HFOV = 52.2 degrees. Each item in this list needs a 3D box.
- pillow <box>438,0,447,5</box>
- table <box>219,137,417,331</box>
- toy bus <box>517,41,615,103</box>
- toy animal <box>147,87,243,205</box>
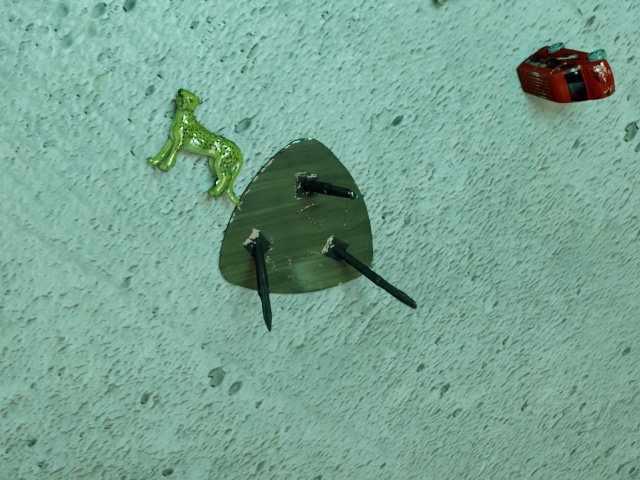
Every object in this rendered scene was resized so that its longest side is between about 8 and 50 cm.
[{"bbox_3d":[0.240,-0.523,1.127,0.119,0.053,0.208,-19,112,-15],"label":"pillow"},{"bbox_3d":[0.000,0.000,1.132,0.317,0.249,0.317,-7,113,-17],"label":"table"},{"bbox_3d":[0.454,-0.304,1.209,0.089,0.195,0.081,-30,118,-3],"label":"toy bus"},{"bbox_3d":[-0.190,-0.153,1.107,0.181,0.073,0.136,29,91,-24],"label":"toy animal"}]
